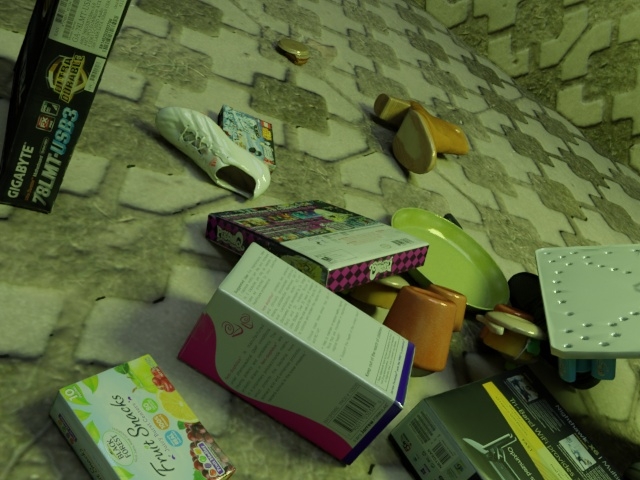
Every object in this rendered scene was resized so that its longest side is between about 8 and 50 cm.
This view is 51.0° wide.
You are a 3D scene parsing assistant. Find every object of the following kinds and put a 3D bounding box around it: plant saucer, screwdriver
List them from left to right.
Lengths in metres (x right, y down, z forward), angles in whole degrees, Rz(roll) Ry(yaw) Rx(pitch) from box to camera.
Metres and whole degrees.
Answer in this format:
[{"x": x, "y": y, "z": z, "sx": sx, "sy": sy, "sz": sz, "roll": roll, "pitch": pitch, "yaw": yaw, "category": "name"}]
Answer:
[{"x": 0.213, "y": 0.038, "z": 1.143, "sx": 0.241, "sy": 0.037, "sz": 0.241, "roll": 24, "pitch": 31, "yaw": -16, "category": "plant saucer"}, {"x": 0.279, "y": 0.013, "z": 1.257, "sx": 0.025, "sy": 0.024, "sz": 0.170, "roll": -18, "pitch": 55, "yaw": -19, "category": "screwdriver"}]

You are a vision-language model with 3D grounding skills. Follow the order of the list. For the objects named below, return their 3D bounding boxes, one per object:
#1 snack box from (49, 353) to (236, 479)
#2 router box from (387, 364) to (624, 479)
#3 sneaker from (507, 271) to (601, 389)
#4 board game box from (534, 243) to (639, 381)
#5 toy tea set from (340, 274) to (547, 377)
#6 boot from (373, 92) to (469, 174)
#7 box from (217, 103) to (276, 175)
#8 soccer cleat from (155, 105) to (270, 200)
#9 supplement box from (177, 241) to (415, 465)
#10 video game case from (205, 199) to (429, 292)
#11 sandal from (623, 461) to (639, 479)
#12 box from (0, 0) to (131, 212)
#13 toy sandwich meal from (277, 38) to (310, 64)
[{"x": -0.156, "y": 0.177, "z": 0.593, "sx": 0.141, "sy": 0.037, "sz": 0.100, "roll": 46, "pitch": 34, "yaw": 19, "category": "snack box"}, {"x": 0.256, "y": 0.303, "z": 0.772, "sx": 0.243, "sy": 0.081, "sz": 0.309, "roll": -2, "pitch": 46, "yaw": -45, "category": "router box"}, {"x": 0.370, "y": 0.126, "z": 1.094, "sx": 0.130, "sy": 0.087, "sz": 0.227, "roll": 42, "pitch": 20, "yaw": -49, "category": "sneaker"}, {"x": 0.514, "y": 0.087, "z": 0.941, "sx": 0.390, "sy": 0.050, "sz": 0.390, "roll": -3, "pitch": 17, "yaw": 15, "category": "board game box"}, {"x": 0.185, "y": 0.141, "z": 0.939, "sx": 0.336, "sy": 0.124, "sz": 0.200, "roll": 17, "pitch": 5, "yaw": -22, "category": "toy tea set"}, {"x": 0.252, "y": -0.221, "z": 1.477, "sx": 0.211, "sy": 0.104, "sz": 0.295, "roll": 15, "pitch": 32, "yaw": -29, "category": "boot"}, {"x": -0.124, "y": -0.167, "z": 1.113, "sx": 0.094, "sy": 0.027, "sz": 0.137, "roll": 19, "pitch": 34, "yaw": -21, "category": "box"}, {"x": -0.161, "y": -0.131, "z": 0.993, "sx": 0.196, "sy": 0.068, "sz": 0.076, "roll": 33, "pitch": 34, "yaw": -9, "category": "soccer cleat"}, {"x": -0.023, "y": 0.120, "z": 0.729, "sx": 0.220, "sy": 0.111, "sz": 0.114, "roll": 33, "pitch": 30, "yaw": -4, "category": "supplement box"}, {"x": 0.000, "y": 0.000, "z": 0.910, "sx": 0.210, "sy": 0.041, "sz": 0.232, "roll": 24, "pitch": 21, "yaw": 33, "category": "video game case"}, {"x": 0.456, "y": 0.310, "z": 0.714, "sx": 0.120, "sy": 0.086, "sz": 0.303, "roll": 63, "pitch": -11, "yaw": -18, "category": "sandal"}, {"x": -0.299, "y": -0.235, "z": 0.781, "sx": 0.073, "sy": 0.293, "sz": 0.295, "roll": 17, "pitch": 36, "yaw": -30, "category": "box"}, {"x": -0.062, "y": -0.436, "z": 1.550, "sx": 0.086, "sy": 0.029, "sz": 0.085, "roll": 15, "pitch": 34, "yaw": -10, "category": "toy sandwich meal"}]
